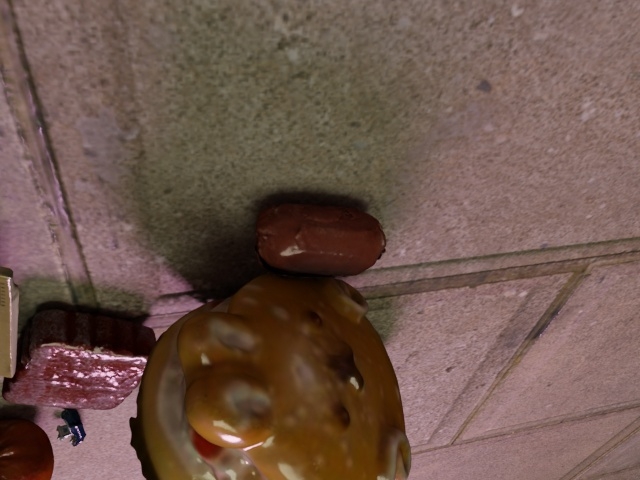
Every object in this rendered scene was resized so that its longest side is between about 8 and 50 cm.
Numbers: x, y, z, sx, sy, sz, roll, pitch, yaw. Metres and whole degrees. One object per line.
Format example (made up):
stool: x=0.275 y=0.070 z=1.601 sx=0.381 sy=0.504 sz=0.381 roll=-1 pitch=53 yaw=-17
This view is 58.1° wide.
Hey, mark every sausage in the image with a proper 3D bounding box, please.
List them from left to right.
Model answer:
sausage: x=0.000 y=0.000 z=0.571 sx=0.141 sy=0.076 sz=0.076 roll=3 pitch=137 yaw=-24

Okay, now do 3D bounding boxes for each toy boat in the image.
toy boat: x=-0.337 y=0.256 z=0.775 sx=0.038 sy=0.038 sz=0.083 roll=-4 pitch=140 yaw=-17

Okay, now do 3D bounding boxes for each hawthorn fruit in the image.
hawthorn fruit: x=-0.401 y=0.295 z=0.723 sx=0.132 sy=0.133 sz=0.138 roll=-6 pitch=150 yaw=-15

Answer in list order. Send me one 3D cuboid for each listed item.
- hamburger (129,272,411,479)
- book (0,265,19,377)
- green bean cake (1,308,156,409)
hamburger: x=-0.040 y=0.148 z=0.569 sx=0.186 sy=0.261 sz=0.302 roll=-34 pitch=137 yaw=31
book: x=-0.368 y=0.057 z=0.503 sx=0.192 sy=0.013 sz=0.168 roll=15 pitch=133 yaw=-14
green bean cake: x=-0.266 y=0.134 z=0.639 sx=0.135 sy=0.056 sz=0.136 roll=16 pitch=131 yaw=-37
